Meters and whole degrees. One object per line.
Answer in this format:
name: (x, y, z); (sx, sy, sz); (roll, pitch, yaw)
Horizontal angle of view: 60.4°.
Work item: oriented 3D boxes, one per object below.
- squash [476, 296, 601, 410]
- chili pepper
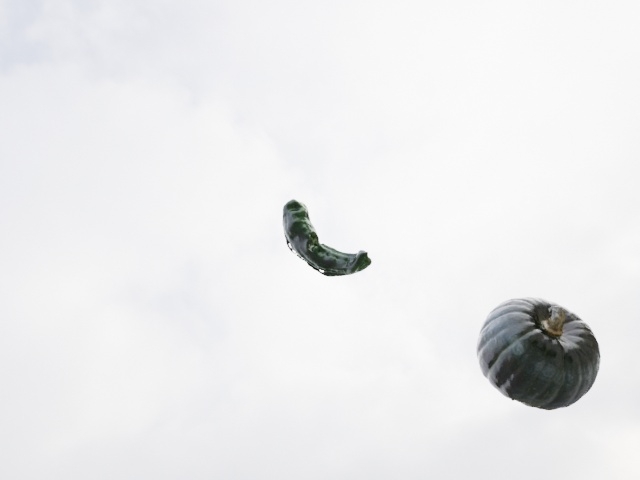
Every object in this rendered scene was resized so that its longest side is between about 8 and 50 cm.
squash: (0.388, 0.199, 0.986); (0.218, 0.218, 0.172); (-7, -24, -23)
chili pepper: (-0.002, 0.006, 0.837); (0.073, 0.182, 0.050); (-55, -31, 5)
